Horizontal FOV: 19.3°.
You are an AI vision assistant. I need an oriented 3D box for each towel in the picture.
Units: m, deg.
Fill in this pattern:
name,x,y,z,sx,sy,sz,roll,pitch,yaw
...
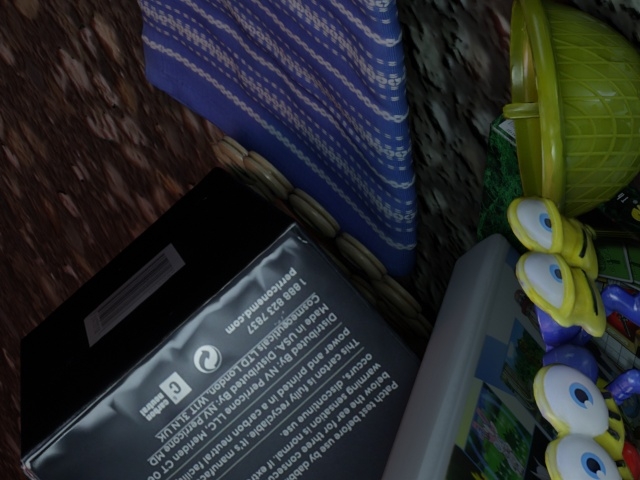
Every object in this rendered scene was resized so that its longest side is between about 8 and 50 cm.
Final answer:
name,x,y,z,sx,sy,sz,roll,pitch,yaw
towel,-0.041,-0.123,1.066,0.243,0.040,0.336,42,163,23

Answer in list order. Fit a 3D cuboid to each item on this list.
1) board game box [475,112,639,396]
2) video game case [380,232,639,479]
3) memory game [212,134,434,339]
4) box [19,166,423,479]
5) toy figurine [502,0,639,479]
name,x,y,z,sx,sy,sz,roll,pitch,yaw
board game box,0.139,0.050,1.046,0.136,0.030,0.259,43,154,28
video game case,0.144,0.175,0.863,0.036,0.329,0.300,-37,101,24
memory game,0.000,0.000,1.176,0.186,0.012,0.186,42,173,6
box,-0.002,0.140,1.063,0.312,0.179,0.343,49,177,-12
toy figurine,0.200,0.029,0.772,0.362,0.217,0.191,-90,-16,-51
